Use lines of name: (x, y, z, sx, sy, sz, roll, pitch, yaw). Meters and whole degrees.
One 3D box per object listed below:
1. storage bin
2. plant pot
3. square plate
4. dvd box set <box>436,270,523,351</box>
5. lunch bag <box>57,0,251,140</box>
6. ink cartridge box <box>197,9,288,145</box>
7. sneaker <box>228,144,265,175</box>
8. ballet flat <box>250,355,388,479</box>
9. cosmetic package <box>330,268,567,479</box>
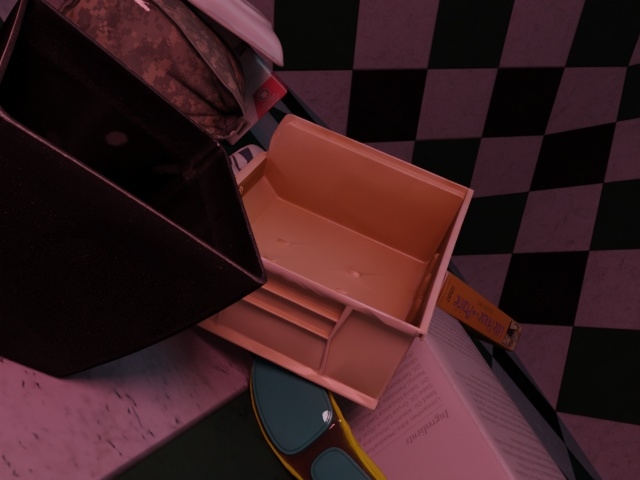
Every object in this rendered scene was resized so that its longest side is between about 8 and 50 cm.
storage bin: (0.000, 0.000, 0.637, 0.260, 0.123, 0.262, 25, 38, 8)
plant pot: (-0.174, -0.019, 0.408, 0.188, 0.167, 0.187, 37, 19, -38)
square plate: (-0.210, -0.435, 0.986, 0.347, 0.049, 0.344, 33, 16, -23)
dvd box set: (0.169, 0.090, 1.095, 0.308, 0.062, 0.420, 21, -6, 37)
lunch bag: (-0.233, -0.271, 0.894, 0.287, 0.169, 0.235, 38, 16, -23)
ink cartridge box: (-0.193, -0.323, 1.166, 0.218, 0.158, 0.092, 45, 14, -16)
sneaker: (-0.101, -0.056, 0.881, 0.153, 0.094, 0.235, 51, 14, 0)
ballet flat: (0.003, 0.203, 0.569, 0.231, 0.077, 0.077, 50, -10, 34)
cosmetic package: (0.164, 0.271, 0.678, 0.230, 0.161, 0.453, 34, 20, -44)
